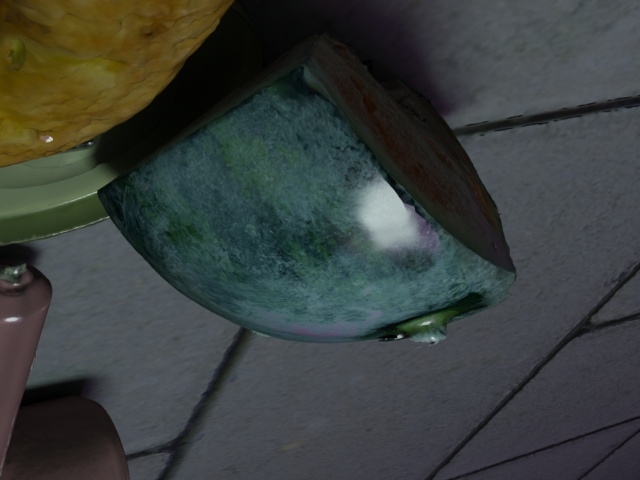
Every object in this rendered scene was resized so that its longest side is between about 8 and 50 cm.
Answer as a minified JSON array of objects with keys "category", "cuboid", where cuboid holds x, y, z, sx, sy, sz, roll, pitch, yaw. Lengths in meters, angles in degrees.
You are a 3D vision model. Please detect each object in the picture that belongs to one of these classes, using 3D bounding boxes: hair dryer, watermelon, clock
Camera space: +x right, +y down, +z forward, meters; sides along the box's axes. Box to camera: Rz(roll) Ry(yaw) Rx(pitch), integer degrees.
[{"category":"hair dryer","cuboid":[-0.226,0.128,0.940,0.210,0.125,0.352,-10,146,-32]},{"category":"watermelon","cuboid":[0.004,0.005,0.765,0.188,0.175,0.322,-37,160,18]},{"category":"clock","cuboid":[-0.140,-0.067,0.705,0.235,0.029,0.235,-21,156,-10]}]

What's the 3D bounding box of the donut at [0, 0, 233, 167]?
[{"category":"donut","cuboid":[-0.146,-0.116,0.364,0.299,0.150,0.317,-20,168,15]}]
